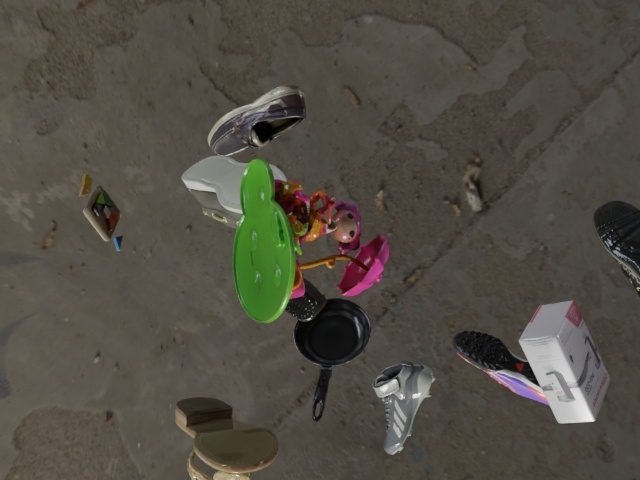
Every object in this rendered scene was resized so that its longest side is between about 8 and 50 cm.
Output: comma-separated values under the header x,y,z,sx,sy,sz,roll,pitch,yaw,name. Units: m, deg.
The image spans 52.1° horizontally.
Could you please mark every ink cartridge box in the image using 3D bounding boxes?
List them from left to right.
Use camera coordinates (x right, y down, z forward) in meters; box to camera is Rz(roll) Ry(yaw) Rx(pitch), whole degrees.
x,y,z,sx,sy,sz,roll,pitch,yaw,name
0.539,0.266,1.436,0.158,0.092,0.218,-39,106,-46,ink cartridge box

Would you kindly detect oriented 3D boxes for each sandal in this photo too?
x,y,z,sx,sy,sz,roll,pitch,yaw,name
-0.109,0.244,0.728,0.088,0.240,0.079,-1,93,-25,sandal

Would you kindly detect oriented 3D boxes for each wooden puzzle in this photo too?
x,y,z,sx,sy,sz,roll,pitch,yaw,name
-0.345,-0.045,1.040,0.014,0.079,0.116,-16,131,16,wooden puzzle

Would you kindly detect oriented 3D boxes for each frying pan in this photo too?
x,y,z,sx,sy,sz,roll,pitch,yaw,name
0.045,0.282,1.610,0.197,0.053,0.326,-15,51,-2,frying pan

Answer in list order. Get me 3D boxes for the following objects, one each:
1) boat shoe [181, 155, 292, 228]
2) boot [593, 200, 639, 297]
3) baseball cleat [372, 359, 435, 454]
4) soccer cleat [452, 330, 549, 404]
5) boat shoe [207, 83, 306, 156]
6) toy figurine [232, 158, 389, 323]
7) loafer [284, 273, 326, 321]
x,y,z,sx,sy,sz,roll,pitch,yaw,name
-0.131,-0.071,1.101,0.109,0.305,0.091,-38,123,-21,boat shoe
0.562,0.057,1.129,0.085,0.236,0.178,-31,136,9,boot
0.139,0.311,1.243,0.109,0.072,0.206,19,110,-4,baseball cleat
0.493,0.344,1.727,0.318,0.116,0.109,22,50,18,soccer cleat
-0.152,-0.264,1.542,0.103,0.285,0.092,27,45,-52,boat shoe
0.000,0.000,0.721,0.159,0.130,0.173,1,78,-33,toy figurine
-0.076,0.089,1.335,0.220,0.078,0.080,39,113,26,loafer
